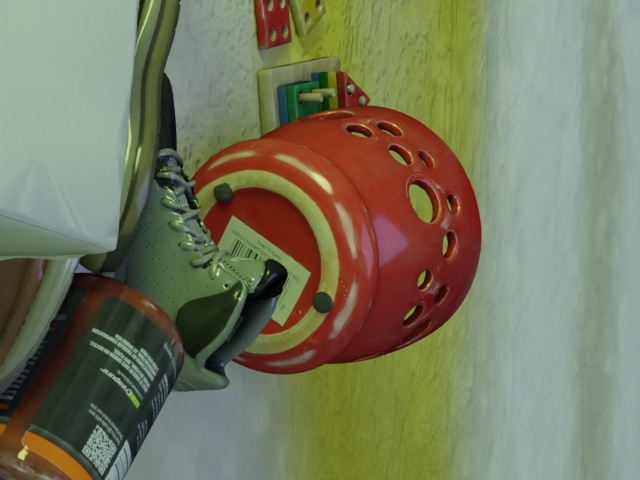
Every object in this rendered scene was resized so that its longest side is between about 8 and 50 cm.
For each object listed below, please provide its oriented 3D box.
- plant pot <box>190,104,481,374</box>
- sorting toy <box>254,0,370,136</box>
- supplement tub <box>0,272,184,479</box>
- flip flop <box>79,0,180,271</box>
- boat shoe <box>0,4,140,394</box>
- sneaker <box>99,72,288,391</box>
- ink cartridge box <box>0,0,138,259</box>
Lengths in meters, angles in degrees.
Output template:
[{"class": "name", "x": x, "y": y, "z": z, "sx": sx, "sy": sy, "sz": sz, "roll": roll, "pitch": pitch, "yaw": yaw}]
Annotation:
[{"class": "plant pot", "x": 0.000, "y": 0.000, "z": 1.290, "sx": 0.174, "sy": 0.191, "sz": 0.191, "roll": -13, "pitch": 102, "yaw": -60}, {"class": "sorting toy", "x": 0.002, "y": -0.090, "z": 1.451, "sx": 0.132, "sy": 0.046, "sz": 0.274, "roll": -22, "pitch": 110, "yaw": -62}, {"class": "supplement tub", "x": -0.163, "y": 0.119, "z": 1.049, "sx": 0.198, "sy": 0.106, "sz": 0.106, "roll": -63, "pitch": 144, "yaw": -42}, {"class": "flip flop", "x": -0.138, "y": -0.110, "z": 1.114, "sx": 0.112, "sy": 0.080, "sz": 0.277, "roll": 117, "pitch": -19, "yaw": -62}, {"class": "boat shoe", "x": -0.192, "y": -0.069, "z": 1.004, "sx": 0.116, "sy": 0.123, "sz": 0.324, "roll": 15, "pitch": 85, "yaw": -29}, {"class": "sneaker", "x": -0.080, "y": -0.006, "z": 1.184, "sx": 0.086, "sy": 0.132, "sz": 0.228, "roll": 2, "pitch": 89, "yaw": -64}, {"class": "ink cartridge box", "x": -0.281, "y": -0.100, "z": 0.596, "sx": 0.395, "sy": 0.285, "sz": 0.166, "roll": 22, "pitch": 70, "yaw": -63}]
